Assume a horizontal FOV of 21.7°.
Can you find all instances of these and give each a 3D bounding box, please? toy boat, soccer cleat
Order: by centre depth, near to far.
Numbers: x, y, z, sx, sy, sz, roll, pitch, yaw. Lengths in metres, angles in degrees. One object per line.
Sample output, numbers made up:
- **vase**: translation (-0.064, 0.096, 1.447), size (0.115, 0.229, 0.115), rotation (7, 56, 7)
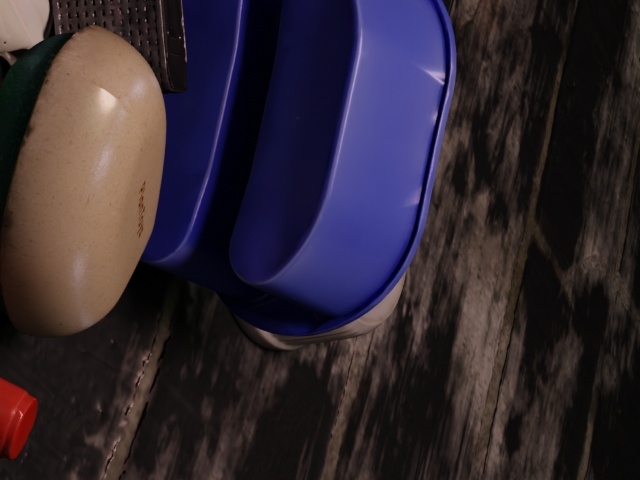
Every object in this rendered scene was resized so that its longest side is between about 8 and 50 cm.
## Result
- **toy boat**: translation (-0.215, -0.001, 1.130), size (0.267, 0.148, 0.318), rotation (104, 8, -54)
- **soccer cleat**: translation (-0.251, -0.164, 1.174), size (0.196, 0.068, 0.076), rotation (14, 78, -64)

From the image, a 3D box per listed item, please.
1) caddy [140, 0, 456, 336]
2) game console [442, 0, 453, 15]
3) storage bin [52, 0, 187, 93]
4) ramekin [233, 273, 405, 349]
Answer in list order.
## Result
- **caddy**: translation (-0.020, -0.092, 1.393), size (0.179, 0.241, 0.341), rotation (15, 87, -56)
- **game console**: translation (0.043, -0.349, 1.525), size (0.250, 0.173, 0.293), rotation (-6, 113, -72)
- **storage bin**: translation (-0.156, -0.201, 1.287), size (0.122, 0.084, 0.180), rotation (-54, 140, -85)
- **ramekin**: translation (0.000, 0.000, 1.578), size (0.207, 0.109, 0.207), rotation (10, 79, -61)
